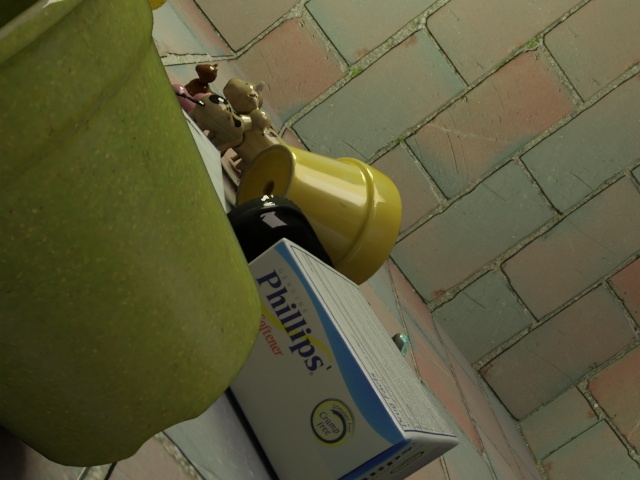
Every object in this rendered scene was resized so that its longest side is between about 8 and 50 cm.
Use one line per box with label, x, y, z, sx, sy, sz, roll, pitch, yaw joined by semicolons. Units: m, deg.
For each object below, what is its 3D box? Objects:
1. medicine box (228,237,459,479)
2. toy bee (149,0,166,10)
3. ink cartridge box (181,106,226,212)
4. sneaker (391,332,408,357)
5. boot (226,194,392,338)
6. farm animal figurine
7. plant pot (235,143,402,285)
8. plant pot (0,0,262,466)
medicine box;0.014;0.171;0.985;0.263;0.149;0.289;57;9;24
toy bee;-0.330;-0.363;1.176;0.298;0.195;0.162;47;-27;-18
ink cartridge box;-0.214;-0.117;1.197;0.165;0.065;0.332;50;11;-24
sneaker;0.056;0.186;1.153;0.076;0.166;0.065;40;18;-5
boot;-0.008;0.094;1.241;0.260;0.131;0.348;59;9;32
farm animal figurine;-0.154;-0.222;1.576;0.327;0.172;0.330;50;9;-25
plant pot;-0.018;-0.058;1.504;0.239;0.254;0.254;25;25;-38
plant pot;-0.166;-0.012;0.477;0.254;0.276;0.276;61;3;-33
